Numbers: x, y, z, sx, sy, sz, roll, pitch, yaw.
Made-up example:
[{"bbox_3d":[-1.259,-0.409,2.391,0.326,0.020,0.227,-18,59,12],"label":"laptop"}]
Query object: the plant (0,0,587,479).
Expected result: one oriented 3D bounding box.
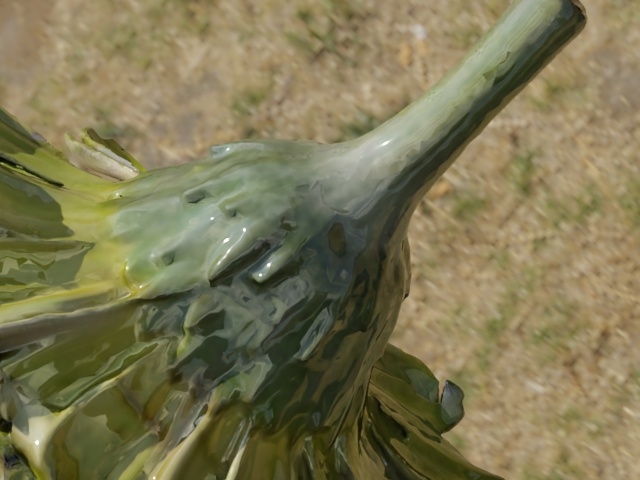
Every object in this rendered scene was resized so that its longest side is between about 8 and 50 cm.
[{"bbox_3d":[-0.018,0.044,0.768,0.297,0.306,0.261,-12,64,39],"label":"plant"}]
